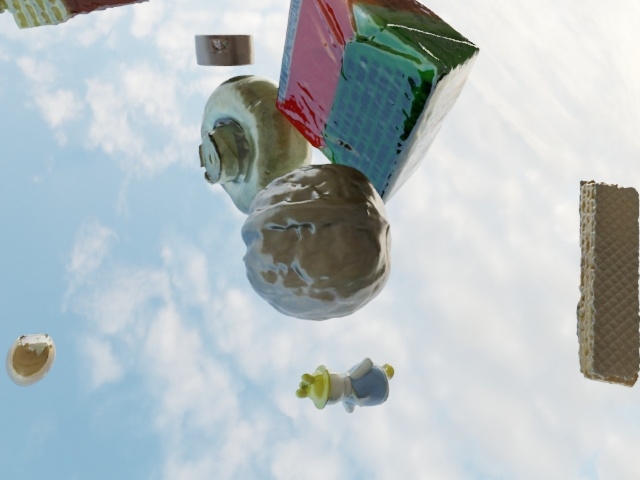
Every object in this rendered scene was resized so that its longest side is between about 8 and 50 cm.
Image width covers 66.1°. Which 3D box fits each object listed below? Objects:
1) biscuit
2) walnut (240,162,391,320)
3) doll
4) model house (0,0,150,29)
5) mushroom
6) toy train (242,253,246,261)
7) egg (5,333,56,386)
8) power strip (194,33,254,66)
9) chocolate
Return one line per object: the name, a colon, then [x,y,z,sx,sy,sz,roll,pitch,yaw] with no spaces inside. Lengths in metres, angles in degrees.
biscuit: [0.516,0.063,0.880,0.094,0.054,0.379,11,-107,-2]
walnut: [0.001,0.001,0.772,0.248,0.248,0.249,9,-112,-24]
doll: [0.061,0.320,1.088,0.240,0.135,0.099,8,-123,-27]
model house: [-0.389,-0.438,0.727,0.253,0.196,0.160,-19,-142,-6]
mushroom: [-0.175,-0.231,1.239,0.260,0.352,0.353,-16,-100,-35]
toy train: [-0.091,0.069,1.422,0.115,0.269,0.155,-53,-48,-40]
egg: [-0.532,0.221,0.903,0.080,0.080,0.097,6,-77,-25]
power strip: [-0.245,-0.488,1.259,0.154,0.154,0.078,-14,-62,-30]
chocolate: [0.086,-0.299,0.922,0.161,0.360,0.341,-32,-110,-27]
